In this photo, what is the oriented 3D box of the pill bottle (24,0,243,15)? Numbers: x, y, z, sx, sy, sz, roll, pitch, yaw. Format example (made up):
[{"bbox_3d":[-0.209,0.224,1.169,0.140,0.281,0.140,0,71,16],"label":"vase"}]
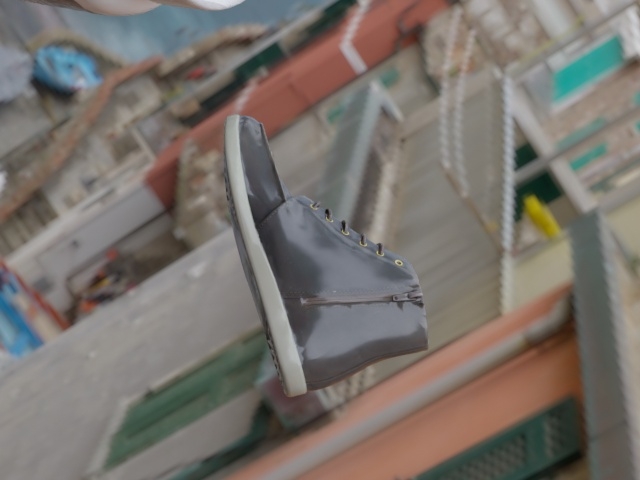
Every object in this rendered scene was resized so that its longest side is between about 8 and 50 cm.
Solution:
[{"bbox_3d":[-0.222,-0.301,1.392,0.204,0.361,0.204,-26,123,-50],"label":"pill bottle"}]

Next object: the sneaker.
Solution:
[{"bbox_3d":[0.000,0.000,1.218,0.083,0.118,0.222,98,-24,-72],"label":"sneaker"}]
